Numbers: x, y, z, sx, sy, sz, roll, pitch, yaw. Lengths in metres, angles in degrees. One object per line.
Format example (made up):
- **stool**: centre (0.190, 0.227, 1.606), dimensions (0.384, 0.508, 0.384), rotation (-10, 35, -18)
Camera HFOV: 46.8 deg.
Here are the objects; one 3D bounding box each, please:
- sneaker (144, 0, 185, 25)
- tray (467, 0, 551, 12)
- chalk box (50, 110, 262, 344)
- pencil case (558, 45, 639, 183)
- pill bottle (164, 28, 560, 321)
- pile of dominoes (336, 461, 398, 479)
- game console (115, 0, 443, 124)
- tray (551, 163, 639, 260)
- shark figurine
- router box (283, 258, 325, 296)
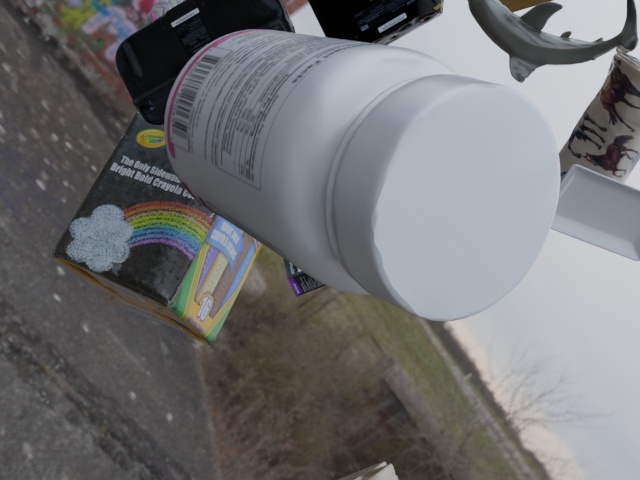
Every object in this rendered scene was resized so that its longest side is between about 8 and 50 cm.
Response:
- **sneaker**: centre (-0.231, -0.325, 1.270), dimensions (0.103, 0.111, 0.252), rotation (25, 37, -51)
- **tray**: centre (0.530, -0.599, 1.558), dimensions (0.411, 0.203, 0.076), rotation (-2, -40, 45)
- **chalk box**: centre (-0.175, -0.042, 0.975), dimensions (0.180, 0.289, 0.179), rotation (21, -19, 16)
- **pencil case**: centre (0.628, -0.221, 1.657), dimensions (0.160, 0.410, 0.183), rotation (-12, 45, -45)
- **pill bottle**: centre (0.012, -0.057, 0.513), dimensions (0.283, 0.160, 0.160), rotation (30, -19, 54)
- **pile of dominoes**: centre (-0.063, 0.219, 0.501), dimensions (0.040, 0.251, 0.196), rotation (67, 12, 14)
- **game console**: centre (-0.064, -0.257, 0.785), dimensions (0.213, 0.361, 0.044), rotation (65, 13, 5)
- **tray**: centre (0.574, -0.057, 1.485), dimensions (0.270, 0.145, 0.030), rotation (19, 32, -16)
- **shark figurine**: centre (0.354, -0.291, 1.144), dimensions (0.278, 0.116, 0.166), rotation (19, -26, 31)
- **router box**: centre (0.000, 0.000, 1.229), dimensions (0.179, 0.133, 0.046), rotation (-106, 174, -52)
